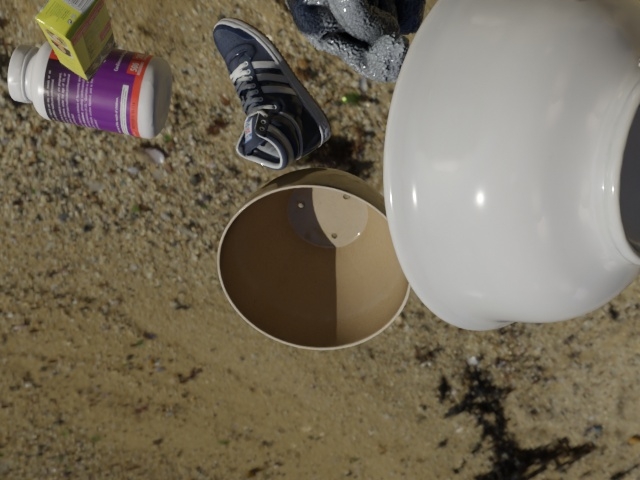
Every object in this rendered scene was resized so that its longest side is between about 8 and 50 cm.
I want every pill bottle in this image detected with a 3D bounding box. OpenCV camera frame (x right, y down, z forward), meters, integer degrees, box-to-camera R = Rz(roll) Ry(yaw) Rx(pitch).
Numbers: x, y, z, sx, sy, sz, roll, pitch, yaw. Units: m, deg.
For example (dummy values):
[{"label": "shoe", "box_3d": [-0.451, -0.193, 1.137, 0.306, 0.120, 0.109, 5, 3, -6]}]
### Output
[{"label": "pill bottle", "box_3d": [-0.498, -0.337, 1.659, 0.323, 0.181, 0.181, 11, 129, -2]}]

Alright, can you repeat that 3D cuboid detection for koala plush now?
[{"label": "koala plush", "box_3d": [0.071, -0.370, 1.022, 0.203, 0.196, 0.221, 24, 139, -5]}]

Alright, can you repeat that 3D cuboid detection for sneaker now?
[{"label": "sneaker", "box_3d": [-0.118, -0.249, 1.319, 0.153, 0.282, 0.099, -45, -174, -33]}]

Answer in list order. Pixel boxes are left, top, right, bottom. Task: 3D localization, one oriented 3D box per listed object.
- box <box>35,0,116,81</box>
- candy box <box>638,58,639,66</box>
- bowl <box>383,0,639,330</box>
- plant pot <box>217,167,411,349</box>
[{"label": "box", "box_3d": [-0.357, -0.311, 1.126, 0.058, 0.232, 0.087, 34, 81, -7]}, {"label": "candy box", "box_3d": [0.261, -0.082, 0.294, 0.196, 0.070, 0.165, 31, 106, -11]}, {"label": "bowl", "box_3d": [0.195, -0.062, 0.567, 0.298, 0.134, 0.298, -12, 108, -40]}, {"label": "plant pot", "box_3d": [0.000, 0.000, 1.176, 0.284, 0.191, 0.284, 3, 121, 5]}]
